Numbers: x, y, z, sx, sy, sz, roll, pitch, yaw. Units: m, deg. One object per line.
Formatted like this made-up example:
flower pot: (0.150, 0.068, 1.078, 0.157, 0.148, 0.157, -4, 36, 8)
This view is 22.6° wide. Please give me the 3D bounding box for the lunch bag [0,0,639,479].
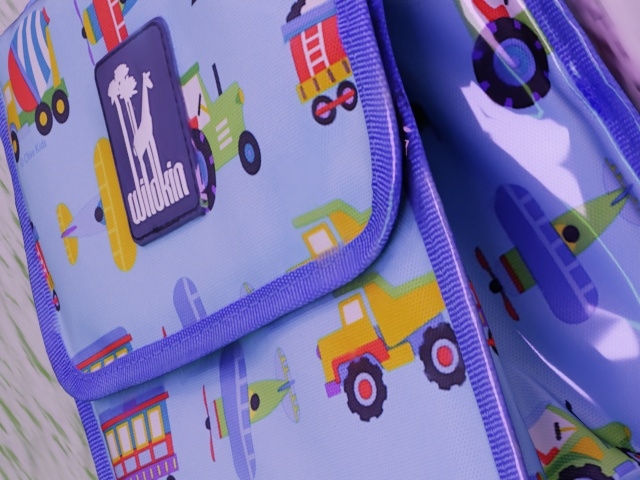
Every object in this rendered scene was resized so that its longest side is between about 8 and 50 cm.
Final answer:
lunch bag: (0.000, 0.000, 0.512, 0.221, 0.138, 0.293, -31, 83, 54)
